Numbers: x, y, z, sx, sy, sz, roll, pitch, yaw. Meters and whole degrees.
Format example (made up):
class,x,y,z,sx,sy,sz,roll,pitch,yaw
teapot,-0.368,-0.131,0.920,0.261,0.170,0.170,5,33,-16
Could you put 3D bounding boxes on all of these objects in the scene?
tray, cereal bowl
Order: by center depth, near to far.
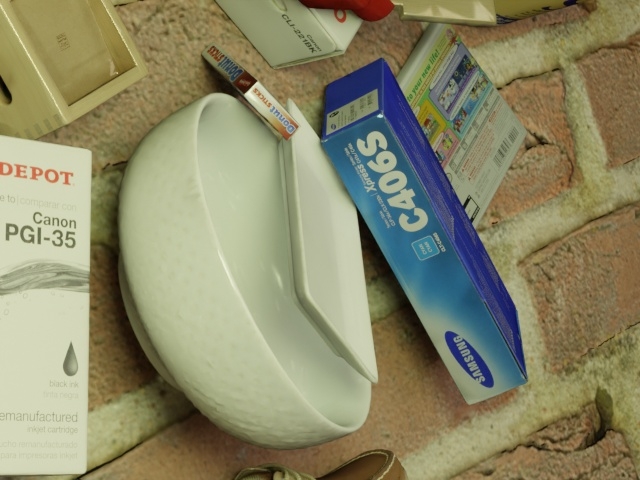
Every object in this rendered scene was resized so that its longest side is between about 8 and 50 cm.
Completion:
class,x,y,z,sx,sy,sz,roll,pitch,yaw
cereal bowl,-0.087,0.042,1.453,0.339,0.141,0.339,57,20,-33
tray,0.000,0.000,1.484,0.145,0.030,0.270,52,22,-40

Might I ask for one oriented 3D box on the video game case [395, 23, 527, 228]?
class,x,y,z,sx,sy,sz,roll,pitch,yaw
video game case,0.146,-0.121,1.829,0.193,0.023,0.212,50,54,-27

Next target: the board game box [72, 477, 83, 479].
class,x,y,z,sx,sy,sz,roll,pitch,yaw
board game box,-0.179,0.323,1.354,0.060,0.194,0.194,27,80,-37

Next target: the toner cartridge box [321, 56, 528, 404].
class,x,y,z,sx,sy,sz,roll,pitch,yaw
toner cartridge box,0.113,-0.009,1.680,0.347,0.075,0.165,60,16,-22

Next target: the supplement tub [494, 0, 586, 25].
class,x,y,z,sx,sy,sz,roll,pitch,yaw
supplement tub,0.286,-0.392,1.792,0.241,0.331,0.241,8,78,-43

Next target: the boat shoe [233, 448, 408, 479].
class,x,y,z,sx,sy,sz,roll,pitch,yaw
boat shoe,-0.034,0.273,1.524,0.324,0.123,0.116,-30,102,-44

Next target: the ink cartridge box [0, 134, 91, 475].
class,x,y,z,sx,sy,sz,roll,pitch,yaw
ink cartridge box,-0.304,0.053,1.297,0.207,0.117,0.283,7,78,-43

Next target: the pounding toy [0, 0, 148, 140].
class,x,y,z,sx,sy,sz,roll,pitch,yaw
pounding toy,-0.242,-0.208,1.426,0.206,0.094,0.181,-42,107,-50

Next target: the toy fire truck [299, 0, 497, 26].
class,x,y,z,sx,sy,sz,roll,pitch,yaw
toy fire truck,0.072,-0.313,1.563,0.246,0.158,0.217,33,67,-59

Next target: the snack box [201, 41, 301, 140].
class,x,y,z,sx,sy,sz,roll,pitch,yaw
snack box,-0.069,-0.148,1.529,0.022,0.178,0.064,-44,116,1

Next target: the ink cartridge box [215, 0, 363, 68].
class,x,y,z,sx,sy,sz,roll,pitch,yaw
ink cartridge box,-0.013,-0.345,1.646,0.197,0.114,0.273,48,53,-28
